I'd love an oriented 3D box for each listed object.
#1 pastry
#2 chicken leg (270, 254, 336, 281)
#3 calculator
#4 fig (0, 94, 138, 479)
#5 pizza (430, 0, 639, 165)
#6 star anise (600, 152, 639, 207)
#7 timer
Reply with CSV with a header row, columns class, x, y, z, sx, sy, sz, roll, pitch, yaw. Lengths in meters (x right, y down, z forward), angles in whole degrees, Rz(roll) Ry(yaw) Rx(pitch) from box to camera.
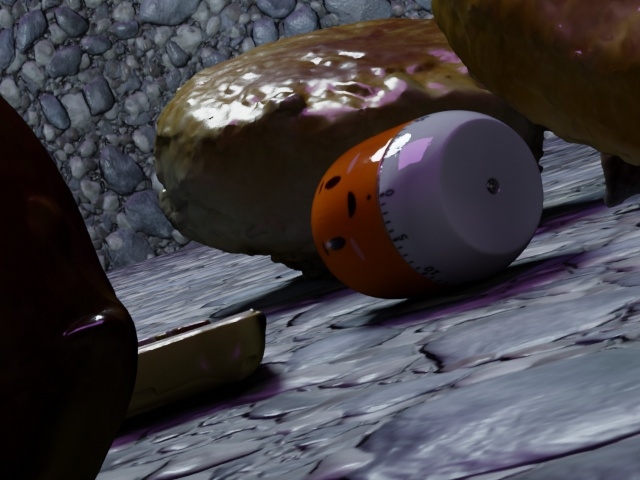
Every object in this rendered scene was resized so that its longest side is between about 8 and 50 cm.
class,x,y,z,sx,sy,sz,roll,pitch,yaw
pastry,0.015,-0.087,1.067,0.330,0.136,0.329,-8,20,3
chicken leg,0.000,-0.003,1.126,0.085,0.069,0.198,-6,10,-4
calculator,-0.107,0.071,0.699,0.157,0.033,0.236,-19,1,-14
fig,-0.151,0.029,0.428,0.205,0.205,0.205,-17,3,1
pizza,0.225,-0.101,0.378,0.409,0.114,0.277,-4,44,22
star anise,0.284,-0.096,0.865,0.223,0.109,0.236,-20,2,38
timer,0.048,-0.018,0.765,0.136,0.099,0.136,-6,-3,0
